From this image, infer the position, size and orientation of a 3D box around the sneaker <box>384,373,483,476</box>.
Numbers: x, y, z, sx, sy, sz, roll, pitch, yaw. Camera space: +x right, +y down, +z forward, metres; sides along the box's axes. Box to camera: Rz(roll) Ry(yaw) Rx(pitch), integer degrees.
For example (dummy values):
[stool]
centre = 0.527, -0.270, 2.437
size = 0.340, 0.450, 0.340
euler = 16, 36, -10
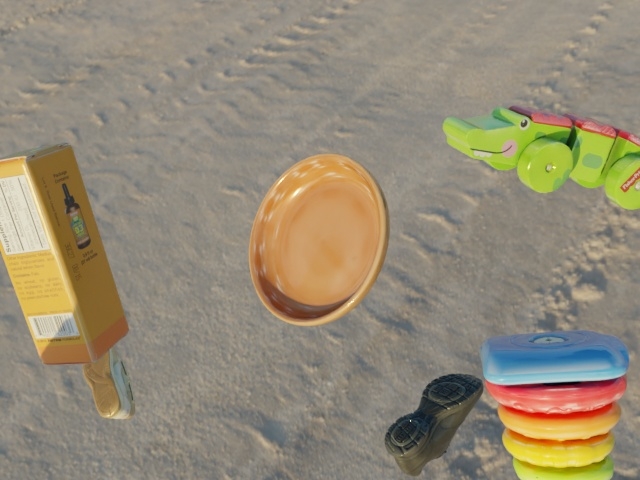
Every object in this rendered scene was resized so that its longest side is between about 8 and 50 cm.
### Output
[sneaker]
centre = 0.267, 0.417, 1.551
size = 0.286, 0.130, 0.109
euler = -35, 33, -21

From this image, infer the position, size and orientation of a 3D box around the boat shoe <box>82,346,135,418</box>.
[boat shoe]
centre = -0.354, 0.232, 1.145
size = 0.063, 0.059, 0.170
euler = -36, 50, 9

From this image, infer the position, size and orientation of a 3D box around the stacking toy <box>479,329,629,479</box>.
[stacking toy]
centre = 0.291, 0.267, 0.823
size = 0.165, 0.302, 0.175
euler = -5, 2, 11

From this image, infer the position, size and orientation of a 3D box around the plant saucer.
[plant saucer]
centre = 0.000, 0.000, 0.777
size = 0.200, 0.037, 0.200
euler = -12, 70, 37

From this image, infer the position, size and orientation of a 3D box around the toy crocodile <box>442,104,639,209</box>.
[toy crocodile]
centre = 0.314, -0.116, 0.849
size = 0.340, 0.105, 0.115
euler = 8, 20, -17

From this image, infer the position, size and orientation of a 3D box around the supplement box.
[supplement box]
centre = -0.289, 0.016, 0.742
size = 0.080, 0.233, 0.078
euler = -5, 18, 18
